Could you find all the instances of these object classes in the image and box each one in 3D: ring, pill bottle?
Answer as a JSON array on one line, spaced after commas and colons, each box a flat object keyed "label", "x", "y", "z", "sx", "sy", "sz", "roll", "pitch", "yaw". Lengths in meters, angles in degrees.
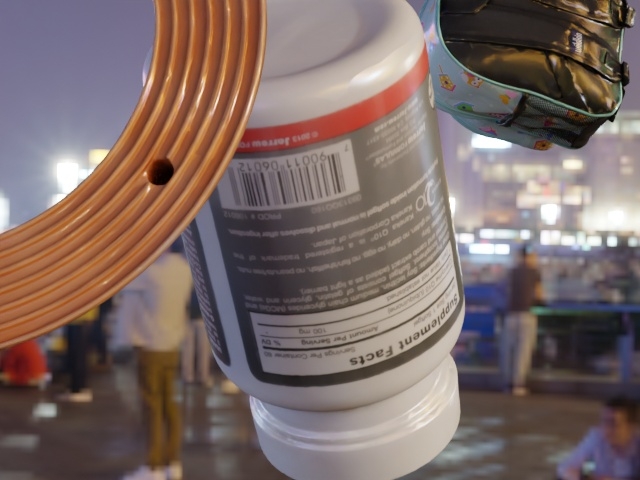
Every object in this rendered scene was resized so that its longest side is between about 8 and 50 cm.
[{"label": "ring", "x": -0.188, "y": -0.094, "z": 0.864, "sx": 0.336, "sy": 0.337, "sz": 0.032, "roll": 1, "pitch": -19, "yaw": 14}, {"label": "pill bottle", "x": 0.000, "y": 0.000, "z": 1.268, "sx": 0.210, "sy": 0.363, "sz": 0.210, "roll": -8, "pitch": 32, "yaw": 5}]

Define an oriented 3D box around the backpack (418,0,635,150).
[{"label": "backpack", "x": 0.179, "y": -0.179, "z": 1.528, "sx": 0.188, "sy": 0.166, "sz": 0.144, "roll": 17, "pitch": -25, "yaw": -16}]
